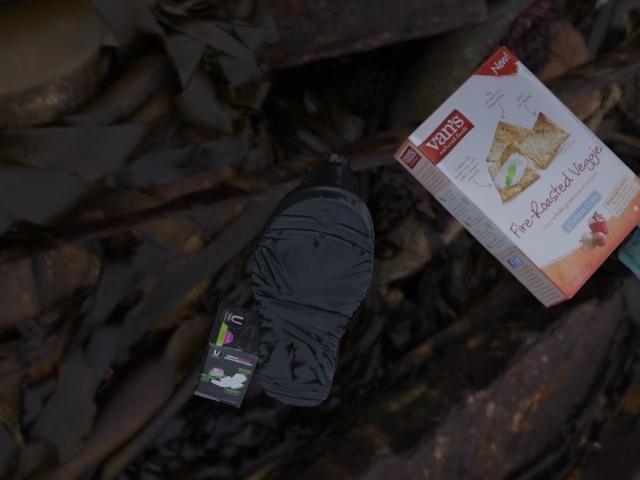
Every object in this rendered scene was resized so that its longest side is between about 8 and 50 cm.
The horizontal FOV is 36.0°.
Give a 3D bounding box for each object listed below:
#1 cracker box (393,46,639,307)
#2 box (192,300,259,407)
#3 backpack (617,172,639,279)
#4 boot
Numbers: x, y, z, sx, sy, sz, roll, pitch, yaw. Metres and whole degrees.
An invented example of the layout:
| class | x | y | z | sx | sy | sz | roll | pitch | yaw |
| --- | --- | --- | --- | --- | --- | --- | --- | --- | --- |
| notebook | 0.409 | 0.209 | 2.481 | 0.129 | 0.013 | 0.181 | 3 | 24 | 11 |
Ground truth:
| class | x | y | z | sx | sy | sz | roll | pitch | yaw |
| --- | --- | --- | --- | --- | --- | --- | --- | --- | --- |
| cracker box | 0.214 | -0.067 | 1.032 | 0.232 | 0.067 | 0.156 | 44 | 73 | 3 |
| box | -0.090 | 0.114 | 0.985 | 0.052 | 0.062 | 0.083 | 18 | 132 | -6 |
| backpack | 0.468 | -0.002 | 1.158 | 0.253 | 0.225 | 0.191 | 27 | 111 | -35 |
| boot | 0.001 | 0.000 | 0.415 | 0.045 | 0.099 | 0.121 | 11 | 132 | 2 |
